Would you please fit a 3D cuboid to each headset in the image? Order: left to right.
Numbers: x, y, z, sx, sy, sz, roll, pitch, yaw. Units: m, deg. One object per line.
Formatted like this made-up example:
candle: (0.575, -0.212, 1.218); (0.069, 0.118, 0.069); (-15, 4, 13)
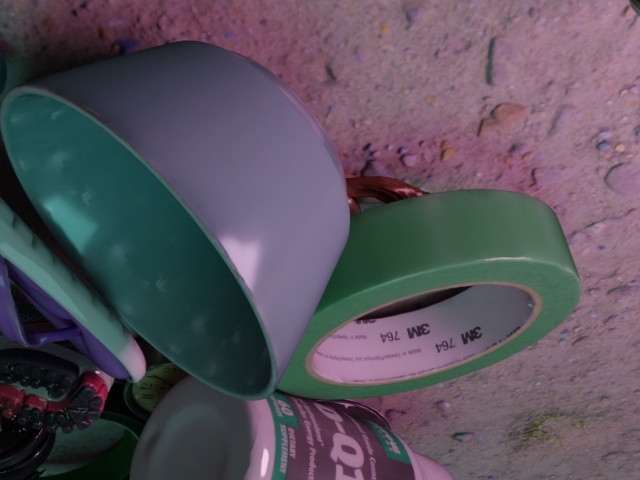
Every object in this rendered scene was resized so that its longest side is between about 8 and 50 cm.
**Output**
headset: (-0.377, 0.263, 1.248); (0.394, 0.185, 0.243); (4, 138, -28)

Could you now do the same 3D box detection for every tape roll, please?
tape roll: (0.092, 0.063, 1.096); (0.321, 0.077, 0.321); (-12, 154, -6)

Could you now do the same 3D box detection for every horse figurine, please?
horse figurine: (0.000, 0.000, 1.091); (0.263, 0.066, 0.174); (-34, 137, 31)

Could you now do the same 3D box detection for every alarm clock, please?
alarm clock: (-0.173, 0.149, 1.236); (0.192, 0.064, 0.129); (5, 137, -17)

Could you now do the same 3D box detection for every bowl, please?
bowl: (-0.096, -0.037, 0.906); (0.163, 0.311, 0.312); (-43, 146, -26)

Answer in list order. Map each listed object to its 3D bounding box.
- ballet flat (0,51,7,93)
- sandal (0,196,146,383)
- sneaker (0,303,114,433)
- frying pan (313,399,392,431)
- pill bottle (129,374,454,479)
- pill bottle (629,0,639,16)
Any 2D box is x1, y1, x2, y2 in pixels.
ballet flat: (-0.347, -0.188, 0.822); (0.096, 0.095, 0.280); (-7, 140, 20)
sandal: (-0.314, 0.009, 0.984); (0.102, 0.169, 0.416); (-46, 126, -13)
sneaker: (-0.360, 0.109, 1.146); (0.299, 0.112, 0.121); (17, 129, -6)
frying pan: (-0.004, 0.313, 1.456); (0.197, 0.053, 0.326); (-4, 135, -3)
pill bottle: (-0.014, 0.283, 1.227); (0.204, 0.204, 0.361); (-34, 139, 28)
pill bottle: (0.274, -0.249, 0.822); (0.094, 0.094, 0.169); (-12, 138, 6)
